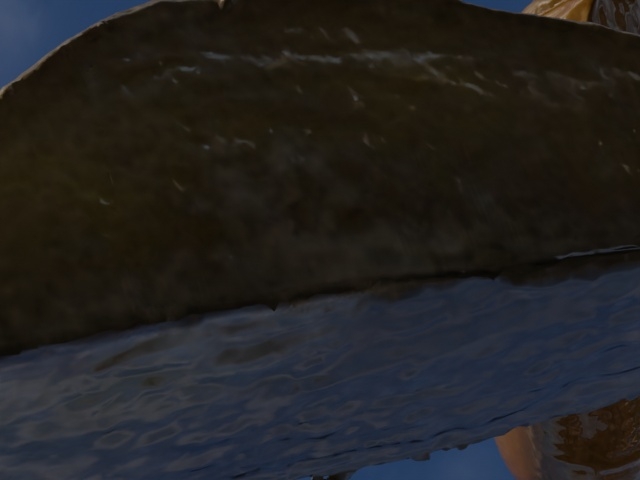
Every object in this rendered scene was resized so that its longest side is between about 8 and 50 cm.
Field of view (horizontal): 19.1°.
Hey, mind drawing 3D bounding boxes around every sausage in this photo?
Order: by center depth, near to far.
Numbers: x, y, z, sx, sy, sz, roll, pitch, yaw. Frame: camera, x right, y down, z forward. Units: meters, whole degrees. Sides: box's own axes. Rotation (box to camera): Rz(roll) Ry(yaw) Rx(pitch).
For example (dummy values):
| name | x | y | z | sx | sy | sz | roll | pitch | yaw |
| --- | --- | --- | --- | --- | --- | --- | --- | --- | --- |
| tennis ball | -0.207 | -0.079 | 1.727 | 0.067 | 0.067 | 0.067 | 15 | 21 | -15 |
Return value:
| name | x | y | z | sx | sy | sz | roll | pitch | yaw |
| --- | --- | --- | --- | --- | --- | --- | --- | --- | --- |
| sausage | 0.138 | -0.004 | 1.033 | 0.134 | 0.116 | 0.354 | -45 | -40 | -38 |

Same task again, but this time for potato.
| name | x | y | z | sx | sy | sz | roll | pitch | yaw |
| --- | --- | --- | --- | --- | --- | --- | --- | --- | --- |
| potato | 0.002 | -0.002 | 0.499 | 0.261 | 0.120 | 0.100 | -8 | -115 | -21 |
